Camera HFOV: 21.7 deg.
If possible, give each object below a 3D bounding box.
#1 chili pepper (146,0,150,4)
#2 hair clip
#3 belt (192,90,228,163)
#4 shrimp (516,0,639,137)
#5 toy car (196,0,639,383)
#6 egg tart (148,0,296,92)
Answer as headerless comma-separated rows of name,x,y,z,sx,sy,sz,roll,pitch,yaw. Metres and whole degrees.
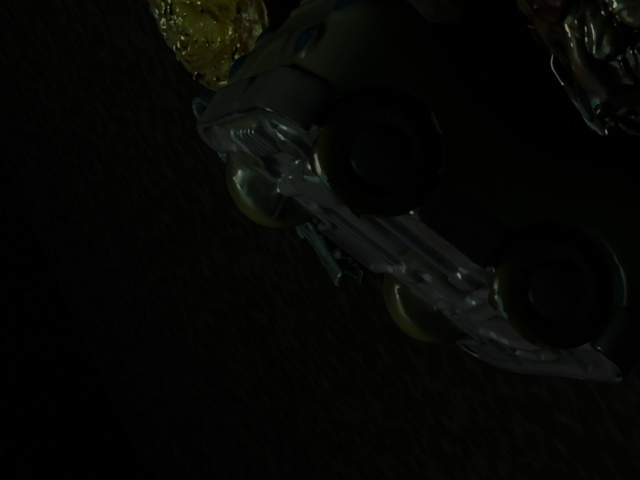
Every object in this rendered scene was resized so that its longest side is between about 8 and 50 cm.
chili pepper,-0.176,-0.284,1.817,0.050,0.059,0.268,-50,63,31
hair clip,0.000,0.001,1.815,0.173,0.049,0.049,48,160,45
belt,-0.050,-0.131,1.688,0.087,0.072,0.302,58,161,-12
shrimp,0.195,-0.117,0.979,0.343,0.116,0.145,53,-174,6
toy car,0.103,-0.063,1.222,0.336,0.226,0.242,35,167,-15
egg tart,-0.092,-0.248,1.572,0.252,0.098,0.231,10,121,62
